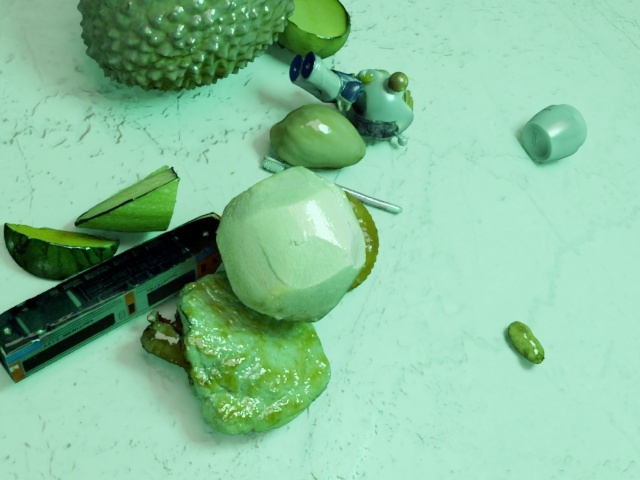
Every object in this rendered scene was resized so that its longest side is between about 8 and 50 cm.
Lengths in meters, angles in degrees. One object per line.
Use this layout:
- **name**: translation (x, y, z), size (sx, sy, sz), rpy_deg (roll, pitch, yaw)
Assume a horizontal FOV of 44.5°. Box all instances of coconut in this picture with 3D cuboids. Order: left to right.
- **coconut**: translation (-0.039, 0.015, 1.214), size (0.227, 0.227, 0.230), rpy_deg (-22, 85, -28)

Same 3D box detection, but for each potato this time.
- **potato**: translation (-0.050, -0.452, 1.594), size (0.160, 0.111, 0.272), rpy_deg (-18, 56, -35)
- **potato**: translation (0.381, 0.191, 1.447), size (0.045, 0.046, 0.092), rpy_deg (-30, 65, -14)

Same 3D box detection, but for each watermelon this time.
- **watermelon**: translation (-0.415, 0.007, 1.236), size (0.181, 0.075, 0.092), rpy_deg (12, 56, -12)

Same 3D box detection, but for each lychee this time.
- **lychee**: translation (-0.237, -0.451, 1.382), size (0.380, 0.380, 0.432), rpy_deg (31, 79, -2)

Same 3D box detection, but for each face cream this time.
- **face cream**: translation (0.500, -0.229, 1.672), size (0.104, 0.117, 0.117), rpy_deg (-27, 75, -20)

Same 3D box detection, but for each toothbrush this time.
- **toothbrush**: translation (0.024, -0.101, 1.486), size (0.286, 0.020, 0.025), rpy_deg (19, 90, -10)

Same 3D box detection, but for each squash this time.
- **squash**: translation (-0.300, -0.041, 1.273), size (0.184, 0.192, 0.085), rpy_deg (-29, 106, -7)

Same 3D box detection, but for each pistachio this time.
- **pistachio**: translation (-0.004, -0.189, 1.468), size (0.184, 0.124, 0.124), rpy_deg (21, 58, -15)

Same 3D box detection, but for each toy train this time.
- **toy train**: translation (-0.313, 0.079, 1.226), size (0.409, 0.089, 0.086), rpy_deg (-29, 50, -31)

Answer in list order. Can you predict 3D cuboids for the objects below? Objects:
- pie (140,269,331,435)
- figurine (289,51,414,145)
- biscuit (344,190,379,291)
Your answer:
- **pie**: translation (-0.119, 0.168, 1.244), size (0.274, 0.105, 0.257), rpy_deg (47, 49, 8)
- **figurine**: translation (0.076, -0.278, 1.490), size (0.274, 0.193, 0.133), rpy_deg (21, 75, -57)
- **biscuit**: translation (0.000, 0.000, 1.398), size (0.220, 0.066, 0.221), rpy_deg (7, 63, -13)
